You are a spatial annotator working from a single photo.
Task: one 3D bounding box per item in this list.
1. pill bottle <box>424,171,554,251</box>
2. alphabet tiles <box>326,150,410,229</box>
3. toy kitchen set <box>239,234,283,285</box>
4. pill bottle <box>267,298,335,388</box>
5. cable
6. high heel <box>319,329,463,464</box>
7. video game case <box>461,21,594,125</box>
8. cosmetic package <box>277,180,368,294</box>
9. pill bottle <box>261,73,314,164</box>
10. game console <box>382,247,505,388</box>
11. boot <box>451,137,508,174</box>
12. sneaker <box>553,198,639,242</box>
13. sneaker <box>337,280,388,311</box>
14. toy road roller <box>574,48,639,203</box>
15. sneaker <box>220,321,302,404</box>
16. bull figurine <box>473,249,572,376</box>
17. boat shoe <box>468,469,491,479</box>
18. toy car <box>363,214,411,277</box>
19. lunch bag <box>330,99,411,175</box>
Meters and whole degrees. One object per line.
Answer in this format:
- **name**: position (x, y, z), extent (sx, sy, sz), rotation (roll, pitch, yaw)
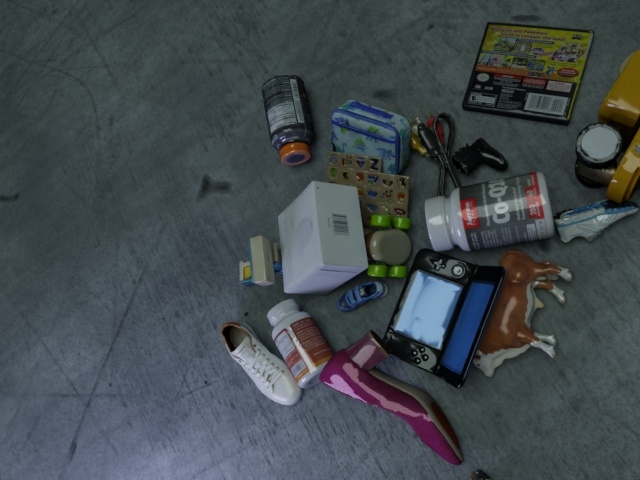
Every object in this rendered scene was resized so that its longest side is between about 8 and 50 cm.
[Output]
- **pill bottle**: position (0.406, -0.062, 1.476), extent (0.283, 0.161, 0.161), rotation (-11, 73, 19)
- **alphabet tiles**: position (0.123, -0.130, 1.638), extent (0.237, 0.009, 0.198), rotation (11, 114, 24)
- **toy kitchen set**: position (-0.178, 0.085, 1.657), extent (0.166, 0.207, 0.122), rotation (-14, 71, 19)
- **pill bottle**: position (-0.052, 0.267, 1.608), extent (0.121, 0.121, 0.216), rotation (-37, 66, 10)
- **cable**: position (0.321, -0.223, 1.628), extent (0.139, 0.072, 0.287), rotation (-24, 81, -3)
- **high heel**: position (0.171, 0.411, 1.471), extent (0.181, 0.127, 0.377), rotation (-42, 74, 12)
- **video game case**: position (0.536, -0.439, 1.588), extent (0.274, 0.035, 0.249), rotation (15, 84, 26)
- **cosmetic package**: position (0.000, 0.000, 1.579), extent (0.224, 0.138, 0.224), rotation (-37, 53, 54)
- **pill bottle**: position (-0.091, -0.345, 1.770), extent (0.130, 0.130, 0.246), rotation (-16, 72, 18)
- **game console**: position (0.285, 0.172, 1.464), extent (0.250, 0.173, 0.293), rotation (20, 85, 25)
- **boot**: position (0.404, -0.202, 1.560), extent (0.099, 0.045, 0.121), rotation (-34, 64, -12)
- **sneaker**: position (0.649, -0.043, 1.435), extent (0.190, 0.071, 0.083), rotation (-14, 108, 10)
- **sneaker**: position (0.104, 0.143, 1.609), extent (0.144, 0.059, 0.053), rotation (-27, 71, 16)
- **toy road roller**: position (0.734, -0.235, 1.362), extent (0.240, 0.202, 0.330), rotation (30, 90, 25)
- **sneaker**: position (-0.173, 0.332, 1.643), extent (0.290, 0.123, 0.106), rotation (41, 93, 24)
- **bull figurine**: position (0.464, 0.179, 1.430), extent (0.188, 0.101, 0.311), rotation (13, 84, 21)
- **boat shoe**: position (0.342, 0.589, 1.411), extent (0.133, 0.048, 0.042), rotation (-54, 36, 10)
- **toy car**: position (0.130, 0.012, 1.611), extent (0.188, 0.148, 0.155), rotation (4, 89, 48)
- **lunch bag**: position (0.131, -0.274, 1.633), extent (0.218, 0.176, 0.090), rotation (25, 49, 25)
